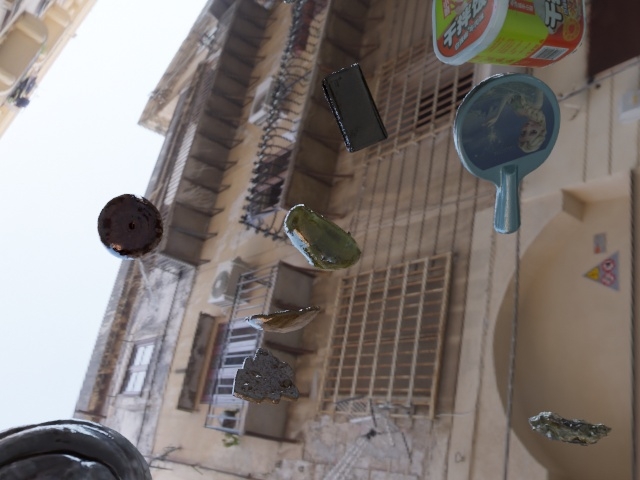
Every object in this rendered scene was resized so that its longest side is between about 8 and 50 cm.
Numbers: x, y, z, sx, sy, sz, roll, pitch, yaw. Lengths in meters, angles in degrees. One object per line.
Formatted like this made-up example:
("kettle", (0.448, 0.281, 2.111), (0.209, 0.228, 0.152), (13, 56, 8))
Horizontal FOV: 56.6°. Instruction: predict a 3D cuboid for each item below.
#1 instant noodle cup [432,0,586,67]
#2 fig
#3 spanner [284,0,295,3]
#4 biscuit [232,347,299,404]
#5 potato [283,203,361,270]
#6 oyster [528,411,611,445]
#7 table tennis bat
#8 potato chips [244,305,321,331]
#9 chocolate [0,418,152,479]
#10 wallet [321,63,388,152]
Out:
("instant noodle cup", (0.487, -0.572, 1.515), (0.308, 0.294, 0.293), (3, -103, -24))
("fig", (-0.263, -0.019, 0.814), (0.089, 0.125, 0.088), (-1, -87, -21))
("spanner", (-0.010, -0.716, 1.463), (0.071, 0.017, 0.301), (38, -94, -36))
("biscuit", (-0.101, 0.243, 1.028), (0.130, 0.019, 0.119), (-11, -131, -43))
("potato", (0.000, 0.000, 1.223), (0.188, 0.105, 0.085), (44, -162, -27))
("oyster", (0.532, 0.403, 1.279), (0.166, 0.108, 0.053), (11, -95, 4))
("table tennis bat", (0.265, -0.118, 0.844), (0.149, 0.038, 0.237), (-10, -64, -3))
("potato chips", (-0.081, 0.182, 1.344), (0.202, 0.150, 0.049), (27, -132, -66))
("chocolate", (-0.322, 0.344, 0.720), (0.303, 0.213, 0.303), (40, -151, -28))
("wallet", (0.084, -0.324, 1.462), (0.110, 0.031, 0.197), (-24, -83, -10))
